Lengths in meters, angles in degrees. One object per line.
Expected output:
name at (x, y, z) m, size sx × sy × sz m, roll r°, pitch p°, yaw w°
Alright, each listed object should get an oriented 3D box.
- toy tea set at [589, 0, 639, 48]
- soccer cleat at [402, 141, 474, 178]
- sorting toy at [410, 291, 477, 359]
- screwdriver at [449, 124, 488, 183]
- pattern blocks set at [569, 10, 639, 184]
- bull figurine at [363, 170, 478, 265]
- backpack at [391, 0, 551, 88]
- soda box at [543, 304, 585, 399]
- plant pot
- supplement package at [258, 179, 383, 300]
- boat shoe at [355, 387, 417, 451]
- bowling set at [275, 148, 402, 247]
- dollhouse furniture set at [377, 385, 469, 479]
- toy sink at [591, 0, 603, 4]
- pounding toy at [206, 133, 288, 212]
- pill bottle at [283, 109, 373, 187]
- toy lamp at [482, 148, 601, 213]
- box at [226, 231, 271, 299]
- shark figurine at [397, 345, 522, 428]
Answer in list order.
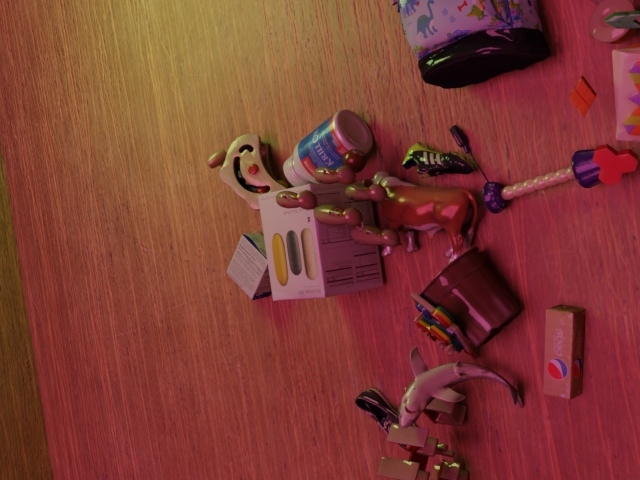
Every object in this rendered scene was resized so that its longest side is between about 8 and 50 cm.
toy tea set at (0.649, -0.376, 1.437) m, size 0.336 × 0.124 × 0.199 m, roll -22°, pitch 66°, yaw 39°
soccer cleat at (0.260, -0.165, 1.829) m, size 0.179 × 0.060 × 0.072 m, roll 23°, pitch 77°, yaw 44°
sorting toy at (0.250, 0.190, 1.768) m, size 0.046 × 0.274 × 0.132 m, roll -47°, pitch 55°, yaw -5°
screwdriver at (0.330, -0.179, 1.805) m, size 0.169 × 0.024 × 0.025 m, roll 62°, pitch 160°, yaw 8°
pattern blocks set at (0.577, -0.245, 1.417) m, size 0.286 × 0.026 × 0.324 m, roll -6°, pitch 122°, yaw 31°
bull figurine at (0.218, -0.056, 1.867) m, size 0.311 × 0.101 × 0.188 m, roll 10°, pitch 108°, yaw 45°
backpack at (0.286, -0.520, 1.666) m, size 0.290 × 0.274 × 0.355 m, roll -6°, pitch 80°, yaw 49°
soda box at (0.496, 0.226, 1.679) m, size 0.061 × 0.058 × 0.181 m, roll 7°, pitch 101°, yaw 42°
plant pot at (0.328, 0.128, 1.761) m, size 0.165 × 0.167 × 0.167 m, roll 49°, pitch 125°, yaw 16°
supplement package at (0.000, 0.000, 1.995) m, size 0.199 × 0.198 × 0.262 m, roll -8°, pitch 90°, yaw 48°
boat shoe at (0.163, 0.445, 2.006) m, size 0.206 × 0.065 × 0.075 m, roll 43°, pitch 122°, yaw 29°
bowling set at (0.062, -0.115, 1.808) m, size 0.154 × 0.287 × 0.199 m, roll 9°, pitch 80°, yaw 58°
dollhouse furniture set at (0.226, 0.465, 1.841) m, size 0.135 × 0.262 × 0.259 m, roll 1°, pitch 58°, yaw 33°
toy sink at (0.510, -0.552, 1.493) m, size 0.131 × 0.234 × 0.153 m, roll -46°, pitch 62°, yaw 4°
pounding toy at (-0.170, -0.184, 2.222) m, size 0.269 × 0.155 × 0.154 m, roll 42°, pitch 94°, yaw 19°
pill bottle at (0.012, -0.213, 2.015) m, size 0.221 × 0.124 × 0.124 m, roll -35°, pitch 72°, yaw 40°
toy lamp at (0.458, -0.122, 1.654) m, size 0.275 × 0.080 × 0.080 m, roll -15°, pitch 85°, yaw 43°
box at (-0.176, 0.069, 2.259) m, size 0.126 × 0.072 × 0.137 m, roll 43°, pitch 123°, yaw 30°
shark figurine at (0.289, 0.312, 1.783) m, size 0.116 × 0.279 × 0.166 m, roll 90°, pitch 170°, yaw -60°
